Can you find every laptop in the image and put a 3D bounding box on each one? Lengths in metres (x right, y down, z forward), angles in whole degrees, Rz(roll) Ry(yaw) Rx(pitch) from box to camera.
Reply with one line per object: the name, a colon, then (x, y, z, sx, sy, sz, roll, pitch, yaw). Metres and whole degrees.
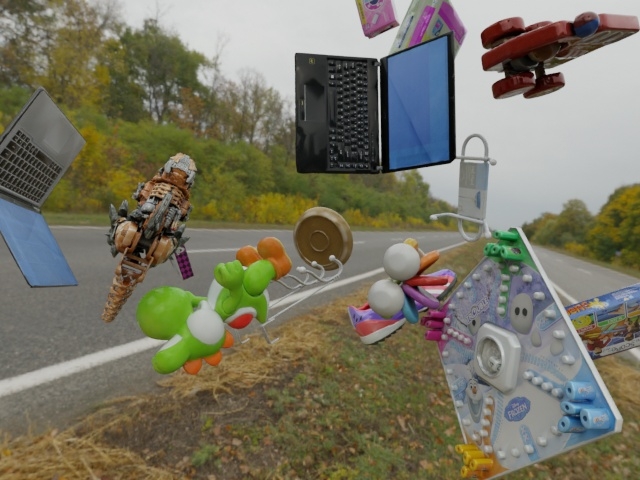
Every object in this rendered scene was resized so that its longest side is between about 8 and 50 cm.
laptop: (-0.698, -0.110, 1.102, 0.236, 0.407, 0.382, 30, -13, -12)
laptop: (0.092, -0.247, 0.750, 0.265, 0.234, 0.136, 0, -1, -11)

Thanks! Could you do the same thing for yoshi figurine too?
yoshi figurine: (-0.242, 0.113, 0.892, 0.203, 0.203, 0.362, 22, 46, 24)

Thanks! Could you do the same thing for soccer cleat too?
soccer cleat: (0.220, 0.146, 1.079, 0.318, 0.116, 0.108, -31, 0, -13)

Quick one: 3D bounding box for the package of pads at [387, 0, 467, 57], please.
package of pads: (0.323, -0.573, 1.228, 0.101, 0.229, 0.297, 32, 20, 26)

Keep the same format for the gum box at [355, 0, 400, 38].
gum box: (0.172, -0.742, 1.284, 0.107, 0.188, 0.062, -13, 6, 26)

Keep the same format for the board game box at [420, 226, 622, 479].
board game box: (0.342, 0.235, 0.831, 0.051, 0.389, 0.389, 5, 49, -14)

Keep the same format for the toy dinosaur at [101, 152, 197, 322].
toy dinosaur: (-0.339, -0.014, 0.781, 0.164, 0.322, 0.218, 48, -18, -19)

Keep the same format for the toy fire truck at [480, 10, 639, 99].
toy fire truck: (0.545, -0.458, 0.964, 0.302, 0.169, 0.254, -13, 2, -29)

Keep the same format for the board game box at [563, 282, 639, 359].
board game box: (0.532, 0.169, 0.786, 0.201, 0.136, 0.035, -21, 30, 12)

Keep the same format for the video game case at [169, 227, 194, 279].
video game case: (-0.445, -0.029, 1.195, 0.042, 0.232, 0.210, -23, 35, -25)

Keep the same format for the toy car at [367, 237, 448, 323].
toy car: (0.192, 0.094, 0.862, 0.136, 0.181, 0.159, 24, 7, 21)

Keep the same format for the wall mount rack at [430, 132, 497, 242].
wall mount rack: (0.456, -0.146, 1.250, 0.131, 0.349, 0.304, -8, 15, -20)

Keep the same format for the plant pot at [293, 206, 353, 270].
plant pot: (0.000, 0.000, 1.451, 0.237, 0.236, 0.032, 10, 18, 25)

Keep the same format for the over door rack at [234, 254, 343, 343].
over door rack: (-0.109, 0.164, 1.228, 0.324, 0.108, 0.240, -42, 10, -31)
